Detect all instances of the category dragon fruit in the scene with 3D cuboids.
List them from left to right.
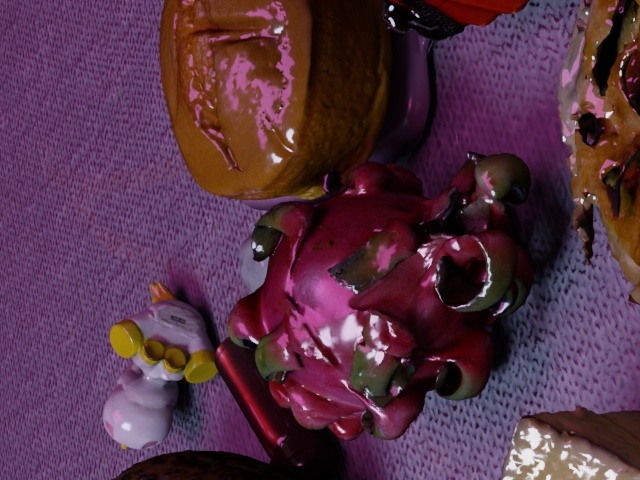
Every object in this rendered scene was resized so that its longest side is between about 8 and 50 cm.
[{"bbox_3d":[0.063,0.041,1.444,0.273,0.198,0.218,-10,50,35],"label":"dragon fruit"}]

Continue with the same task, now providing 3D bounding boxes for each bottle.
[{"bbox_3d":[-0.039,0.152,1.696,0.164,0.060,0.060,55,133,42],"label":"bottle"}]

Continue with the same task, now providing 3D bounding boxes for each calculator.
[{"bbox_3d":[0.002,-0.135,1.657,0.294,0.043,0.194,-24,68,53],"label":"calculator"}]

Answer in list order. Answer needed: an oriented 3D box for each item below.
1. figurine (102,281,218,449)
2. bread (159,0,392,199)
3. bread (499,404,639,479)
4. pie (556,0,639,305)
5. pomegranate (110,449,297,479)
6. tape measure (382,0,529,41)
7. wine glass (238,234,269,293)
[{"bbox_3d":[-0.163,0.137,1.877,0.129,0.109,0.178,-96,21,-64],"label":"figurine"},{"bbox_3d":[-0.042,-0.161,1.567,0.195,0.143,0.269,-22,64,49],"label":"bread"},{"bbox_3d":[0.192,0.252,1.264,0.178,0.135,0.240,42,121,50],"label":"bread"},{"bbox_3d":[0.250,-0.085,1.233,0.308,0.086,0.308,-4,85,58],"label":"pie"},{"bbox_3d":[-0.134,0.322,1.567,0.285,0.341,0.285,34,133,46],"label":"pomegranate"},{"bbox_3d":[0.132,-0.282,1.345,0.253,0.114,0.260,171,111,-71],"label":"tape measure"},{"bbox_3d":[0.000,0.000,1.635,0.155,0.073,0.073,-32,63,49],"label":"wine glass"}]
